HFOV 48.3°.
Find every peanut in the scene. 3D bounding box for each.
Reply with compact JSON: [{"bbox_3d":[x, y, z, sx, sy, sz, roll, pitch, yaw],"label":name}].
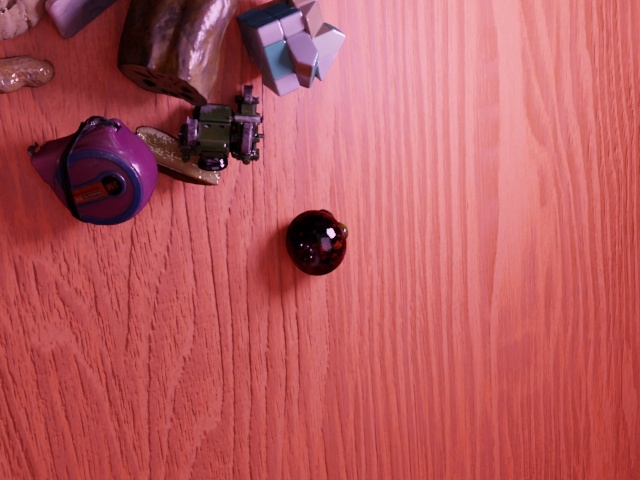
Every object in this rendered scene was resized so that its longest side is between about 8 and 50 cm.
[{"bbox_3d":[-0.666,-0.358,1.545,0.174,0.080,0.080,-13,106,-25],"label":"peanut"}]

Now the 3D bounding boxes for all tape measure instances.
[{"bbox_3d":[-0.494,-0.159,1.611,0.231,0.149,0.245,-18,119,13],"label":"tape measure"}]

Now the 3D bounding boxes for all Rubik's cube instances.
[{"bbox_3d":[-0.064,-0.496,1.749,0.212,0.265,0.224,-25,125,-11],"label":"Rubik's cube"}]

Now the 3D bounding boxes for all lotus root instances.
[{"bbox_3d":[-0.309,-0.503,1.623,0.250,0.250,0.346,20,90,-30],"label":"lotus root"}]

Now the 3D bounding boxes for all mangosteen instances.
[{"bbox_3d":[0.000,0.000,1.945,0.199,0.200,0.200,-6,103,-28],"label":"mangosteen"}]

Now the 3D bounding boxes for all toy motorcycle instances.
[{"bbox_3d":[-0.237,-0.274,1.740,0.205,0.275,0.127,2,131,-6],"label":"toy motorcycle"}]

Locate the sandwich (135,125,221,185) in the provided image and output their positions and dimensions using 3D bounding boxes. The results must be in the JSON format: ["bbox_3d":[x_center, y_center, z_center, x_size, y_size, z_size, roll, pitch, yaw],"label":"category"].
[{"bbox_3d":[-0.359,-0.203,1.744,0.244,0.088,0.090,23,80,-27],"label":"sandwich"}]

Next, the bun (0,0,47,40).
[{"bbox_3d":[-0.671,-0.549,1.463,0.259,0.152,0.260,-6,103,-25],"label":"bun"}]

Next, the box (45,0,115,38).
[{"bbox_3d":[-0.479,-0.568,1.575,0.044,0.142,0.285,44,77,6],"label":"box"}]
